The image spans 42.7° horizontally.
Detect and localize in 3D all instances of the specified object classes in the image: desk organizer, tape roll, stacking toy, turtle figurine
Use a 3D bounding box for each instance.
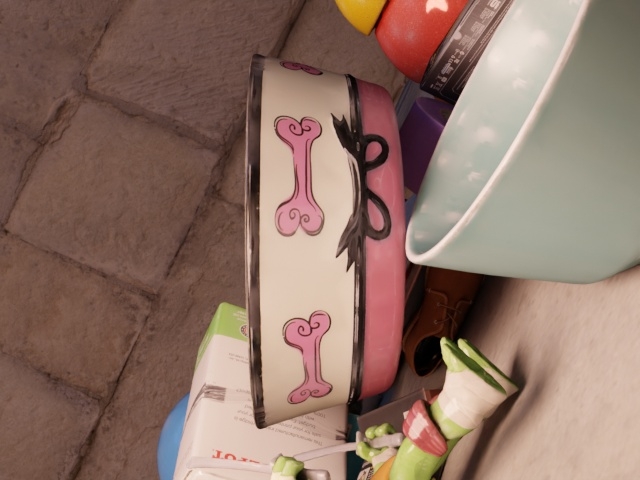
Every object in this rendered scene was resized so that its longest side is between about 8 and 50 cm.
[{"bbox_3d":[0.104,0.214,0.972,0.130,0.050,0.047,-37,57,47],"label":"desk organizer"},{"bbox_3d":[0.174,-0.085,0.934,0.080,0.189,0.189,-62,5,20],"label":"tape roll"},{"bbox_3d":[0.132,-0.377,1.172,0.350,0.479,0.351,-155,90,-85],"label":"stacking toy"},{"bbox_3d":[0.037,0.188,0.762,0.266,0.197,0.275,-50,38,8],"label":"turtle figurine"}]

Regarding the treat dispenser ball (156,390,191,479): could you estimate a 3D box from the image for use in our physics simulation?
[{"bbox_3d":[-0.158,0.397,1.522,0.288,0.288,0.288,-155,90,-86],"label":"treat dispenser ball"}]

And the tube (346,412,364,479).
[{"bbox_3d":[0.020,0.334,1.087,0.080,0.052,0.207,119,172,-72],"label":"tube"}]

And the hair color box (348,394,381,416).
[{"bbox_3d":[-0.070,0.371,1.286,0.113,0.185,0.375,143,152,-82],"label":"hair color box"}]

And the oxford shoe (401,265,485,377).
[{"bbox_3d":[0.159,0.080,1.011,0.076,0.076,0.212,-88,12,-62],"label":"oxford shoe"}]

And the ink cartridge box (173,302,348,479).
[{"bbox_3d":[-0.073,0.238,1.074,0.273,0.198,0.115,-85,20,-49],"label":"ink cartridge box"}]

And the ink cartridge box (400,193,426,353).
[{"bbox_3d":[0.140,0.056,1.210,0.308,0.091,0.385,-64,4,-14],"label":"ink cartridge box"}]

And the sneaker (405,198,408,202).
[{"bbox_3d":[0.129,-0.023,1.713,0.182,0.127,0.315,-59,12,17],"label":"sneaker"}]

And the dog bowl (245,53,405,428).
[{"bbox_3d":[0.000,0.000,0.912,0.408,0.150,0.408,179,90,-88],"label":"dog bowl"}]

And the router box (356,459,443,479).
[{"bbox_3d":[0.072,0.299,0.915,0.133,0.046,0.179,-66,5,-27],"label":"router box"}]

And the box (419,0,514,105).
[{"bbox_3d":[0.240,-0.215,0.935,0.231,0.183,0.056,123,171,-64],"label":"box"}]

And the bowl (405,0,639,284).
[{"bbox_3d":[0.212,-0.089,0.672,0.311,0.163,0.312,-155,90,-85],"label":"bowl"}]
